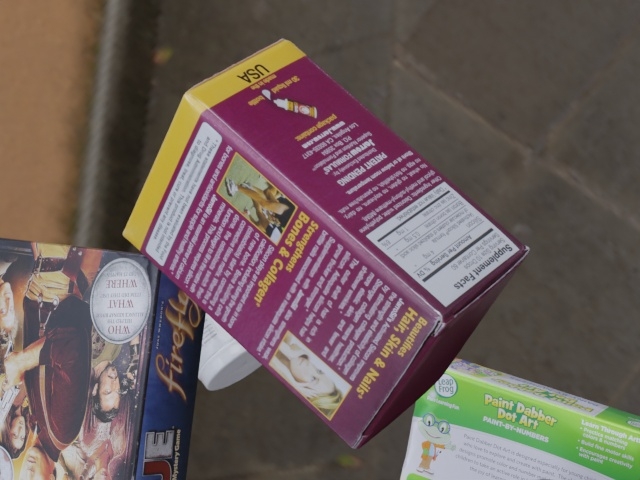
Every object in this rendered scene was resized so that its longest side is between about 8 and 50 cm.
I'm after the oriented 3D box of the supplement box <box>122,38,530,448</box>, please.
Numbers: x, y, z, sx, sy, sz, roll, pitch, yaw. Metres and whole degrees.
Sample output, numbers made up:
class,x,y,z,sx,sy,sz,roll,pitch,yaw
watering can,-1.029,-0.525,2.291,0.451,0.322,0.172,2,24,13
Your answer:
class,x,y,z,sx,sy,sz,roll,pitch,yaw
supplement box,0.000,0.000,0.418,0.083,0.043,0.055,43,134,13

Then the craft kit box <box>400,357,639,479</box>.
class,x,y,z,sx,sy,sz,roll,pitch,yaw
craft kit box,0.184,0.254,1.516,0.250,0.061,0.246,17,105,29

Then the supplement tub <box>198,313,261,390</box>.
class,x,y,z,sx,sy,sz,roll,pitch,yaw
supplement tub,-0.086,0.051,1.279,0.071,0.071,0.107,-38,74,15

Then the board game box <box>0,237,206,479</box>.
class,x,y,z,sx,sy,sz,roll,pitch,yaw
board game box,-0.171,0.081,0.944,0.243,0.042,0.165,5,88,39

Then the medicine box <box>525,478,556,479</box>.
class,x,y,z,sx,sy,sz,roll,pitch,yaw
medicine box,0.192,0.342,1.279,0.263,0.149,0.289,-2,90,63
